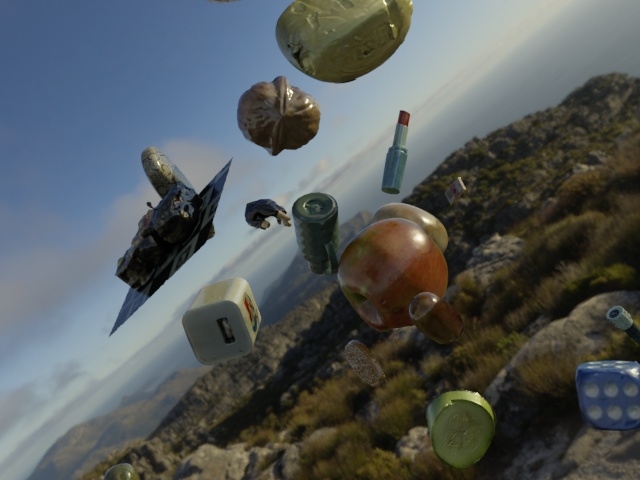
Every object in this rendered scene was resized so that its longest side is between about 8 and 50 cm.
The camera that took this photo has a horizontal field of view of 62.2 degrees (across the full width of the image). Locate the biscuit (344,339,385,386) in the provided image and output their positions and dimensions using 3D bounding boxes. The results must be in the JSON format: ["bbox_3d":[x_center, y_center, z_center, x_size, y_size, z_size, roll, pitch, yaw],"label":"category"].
[{"bbox_3d":[0.134,0.379,1.647,0.029,0.142,0.220,-23,12,-21],"label":"biscuit"}]

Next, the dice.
[{"bbox_3d":[0.686,0.363,1.246,0.143,0.146,0.146,-11,-8,29],"label":"dice"}]

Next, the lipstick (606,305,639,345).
[{"bbox_3d":[0.609,0.175,1.033,0.037,0.116,0.037,-47,13,14],"label":"lipstick"}]

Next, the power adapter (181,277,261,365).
[{"bbox_3d":[-0.202,0.156,1.145,0.125,0.130,0.205,-17,16,6],"label":"power adapter"}]

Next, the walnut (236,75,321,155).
[{"bbox_3d":[-0.132,-0.384,1.645,0.227,0.273,0.273,-53,1,12],"label":"walnut"}]

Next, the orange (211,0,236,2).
[{"bbox_3d":[-0.238,-0.717,1.201,0.293,0.341,0.340,-2,16,16],"label":"orange"}]

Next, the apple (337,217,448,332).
[{"bbox_3d":[0.227,0.103,1.629,0.339,0.339,0.339,-40,3,3],"label":"apple"}]

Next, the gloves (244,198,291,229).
[{"bbox_3d":[-0.194,-0.100,2.034,0.203,0.124,0.164,-1,33,35],"label":"gloves"}]

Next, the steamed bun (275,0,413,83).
[{"bbox_3d":[0.051,-0.415,1.075,0.273,0.232,0.166,-37,-41,-6],"label":"steamed bun"}]

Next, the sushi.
[{"bbox_3d":[-0.357,-0.014,1.121,0.373,0.100,0.296,-39,28,29],"label":"sushi"}]

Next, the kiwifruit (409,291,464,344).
[{"bbox_3d":[0.213,0.144,0.978,0.075,0.124,0.075,-37,31,27],"label":"kiwifruit"}]

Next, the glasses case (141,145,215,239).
[{"bbox_3d":[-0.422,-0.133,1.598,0.085,0.355,0.137,-27,47,3],"label":"glasses case"}]

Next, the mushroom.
[{"bbox_3d":[0.299,0.020,1.918,0.290,0.292,0.292,-64,3,2],"label":"mushroom"}]

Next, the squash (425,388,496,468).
[{"bbox_3d":[0.442,0.579,1.657,0.220,0.220,0.133,-40,3,13],"label":"squash"}]

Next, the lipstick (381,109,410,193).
[{"bbox_3d":[0.241,-0.281,1.647,0.068,0.061,0.274,-10,64,59],"label":"lipstick"}]

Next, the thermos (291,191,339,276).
[{"bbox_3d":[0.000,0.000,1.713,0.145,0.182,0.286,-25,-44,-18],"label":"thermos"}]

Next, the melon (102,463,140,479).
[{"bbox_3d":[-0.504,0.633,1.340,0.098,0.131,0.098,-6,-21,-2],"label":"melon"}]

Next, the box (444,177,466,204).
[{"bbox_3d":[0.413,-0.151,1.626,0.012,0.046,0.083,-9,-26,-23],"label":"box"}]
